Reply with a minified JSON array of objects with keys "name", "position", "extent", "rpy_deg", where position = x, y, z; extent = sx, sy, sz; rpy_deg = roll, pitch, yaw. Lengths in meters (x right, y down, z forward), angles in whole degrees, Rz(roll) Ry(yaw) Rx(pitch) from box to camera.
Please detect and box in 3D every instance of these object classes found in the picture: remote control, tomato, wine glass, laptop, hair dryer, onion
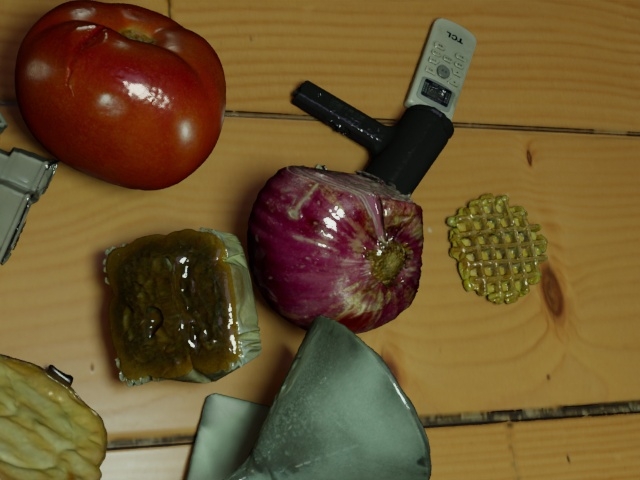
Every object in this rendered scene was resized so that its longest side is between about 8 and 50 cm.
[{"name":"remote control","position":[0.208,-0.292,1.666],"extent":[0.088,0.029,0.190],"rpy_deg":[26,67,-12]},{"name":"tomato","position":[-0.268,-0.194,1.338],"extent":[0.299,0.226,0.298],"rpy_deg":[14,27,-7]},{"name":"wine glass","position":[-0.097,0.295,1.214],"extent":[0.406,0.267,0.267],"rpy_deg":[-27,85,-22]},{"name":"laptop","position":[-0.049,0.330,1.358],"extent":[0.269,0.015,0.187],"rpy_deg":[15,59,-6]},{"name":"hair dryer","position":[0.063,-0.169,1.559],"extent":[0.251,0.089,0.197],"rpy_deg":[33,68,1]},{"name":"onion","position":[0.008,0.014,1.381],"extent":[0.230,0.272,0.256],"rpy_deg":[-15,93,-31]}]

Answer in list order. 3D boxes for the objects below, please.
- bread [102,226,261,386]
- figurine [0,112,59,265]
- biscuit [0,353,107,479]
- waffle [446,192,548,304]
[{"name":"bread","position":[-0.190,0.090,1.320],"extent":[0.192,0.110,0.209],"rpy_deg":[-11,77,13]},{"name":"figurine","position":[-0.503,-0.109,1.282],"extent":[0.309,0.143,0.308],"rpy_deg":[26,33,-19]},{"name":"biscuit","position":[-0.385,0.230,1.240],"extent":[0.260,0.041,0.203],"rpy_deg":[40,31,1]},{"name":"waffle","position":[0.294,0.013,1.603],"extent":[0.191,0.038,0.191],"rpy_deg":[6,72,-19]}]
